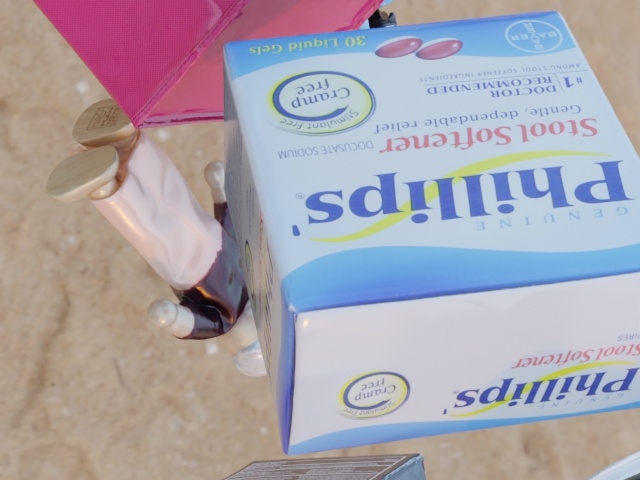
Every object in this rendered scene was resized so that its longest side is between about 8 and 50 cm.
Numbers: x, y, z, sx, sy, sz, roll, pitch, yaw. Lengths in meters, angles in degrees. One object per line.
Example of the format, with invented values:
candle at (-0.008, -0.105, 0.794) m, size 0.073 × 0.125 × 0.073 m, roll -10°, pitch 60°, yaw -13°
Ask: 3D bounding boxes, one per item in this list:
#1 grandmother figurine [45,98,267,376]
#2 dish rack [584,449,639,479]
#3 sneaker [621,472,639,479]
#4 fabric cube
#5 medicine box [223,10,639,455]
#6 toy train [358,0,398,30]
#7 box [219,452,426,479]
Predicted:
grandmother figurine at (-0.124, 0.011, 1.469) m, size 0.342 × 0.104 × 0.208 m, roll 54°, pitch 50°, yaw -38°
dish rack at (0.378, 0.351, 1.854) m, size 0.285 × 0.333 × 0.072 m, roll -19°, pitch 62°, yaw -29°
sneaker at (0.280, 0.203, 1.037) m, size 0.130 × 0.227 × 0.087 m, roll 19°, pitch 66°, yaw -83°
fabric cube at (-0.098, -0.275, 1.296) m, size 0.258 × 0.259 × 0.254 m, roll 50°, pitch 22°, yaw 12°
medicine box at (0.079, -0.015, 1.057) m, size 0.289 × 0.263 × 0.149 m, roll -107°, pitch -167°, yaw -47°
toy train at (0.011, -0.222, 1.520) m, size 0.184 × 0.105 × 0.080 m, roll 46°, pitch -24°, yaw 55°
box at (-0.024, 0.430, 2.172) m, size 0.294 × 0.296 × 0.183 m, roll -16°, pitch 99°, yaw -64°
